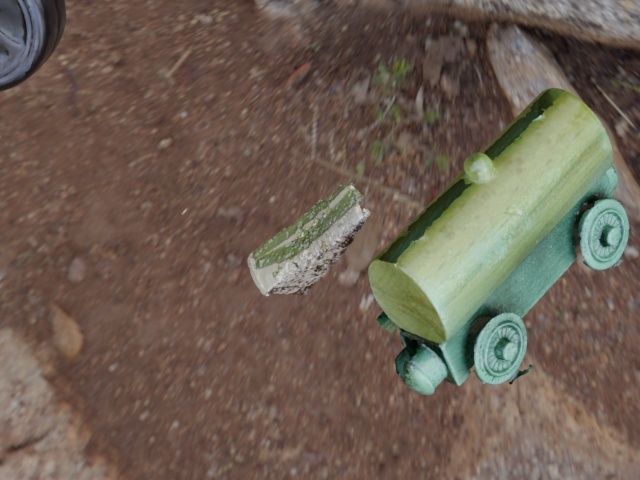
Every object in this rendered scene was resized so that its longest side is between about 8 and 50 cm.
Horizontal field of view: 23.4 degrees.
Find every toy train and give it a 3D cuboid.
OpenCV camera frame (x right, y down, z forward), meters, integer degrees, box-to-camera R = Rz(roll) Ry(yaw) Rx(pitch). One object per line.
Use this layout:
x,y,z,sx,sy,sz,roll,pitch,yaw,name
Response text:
0.156,-0.001,1.415,0.307,0.126,0.189,-44,118,-23,toy train

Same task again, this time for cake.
0.000,0.000,1.392,0.140,0.055,0.051,-37,61,30,cake

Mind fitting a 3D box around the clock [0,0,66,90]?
-0.385,-0.202,1.065,0.379,0.120,0.276,-13,114,14,clock
